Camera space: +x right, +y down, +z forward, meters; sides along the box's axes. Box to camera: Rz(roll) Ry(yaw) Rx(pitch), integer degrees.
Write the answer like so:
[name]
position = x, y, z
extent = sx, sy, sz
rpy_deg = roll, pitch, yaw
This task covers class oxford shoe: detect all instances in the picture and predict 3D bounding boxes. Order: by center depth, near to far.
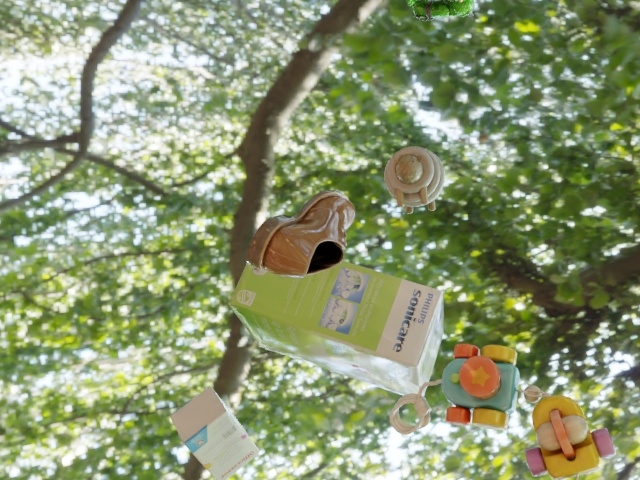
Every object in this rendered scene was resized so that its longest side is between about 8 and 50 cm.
[oxford shoe]
position = 0.000, 0.000, 0.867
extent = 0.076, 0.212, 0.076
rpy_deg = 24, -65, 16

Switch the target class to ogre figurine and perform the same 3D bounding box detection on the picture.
[ogre figurine]
position = 0.222, -0.469, 1.391
extent = 0.118, 0.097, 0.197
rpy_deg = 19, -52, 16

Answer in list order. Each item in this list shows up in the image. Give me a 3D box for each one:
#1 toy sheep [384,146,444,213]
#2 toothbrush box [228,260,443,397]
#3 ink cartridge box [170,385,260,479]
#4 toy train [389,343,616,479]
[toy sheep]
position = 0.131, -0.085, 1.085
extent = 0.091, 0.132, 0.091
rpy_deg = -2, -97, 13
[toothbrush box]
position = 0.033, 0.120, 1.177
extent = 0.283, 0.206, 0.122
rpy_deg = 16, -111, 15
[ink cartridge box]
position = -0.184, 0.352, 1.404
extent = 0.090, 0.092, 0.143
rpy_deg = 38, -19, 55
[toy train]
position = 0.122, 0.143, 0.530
extent = 0.125, 0.046, 0.166
rpy_deg = -43, -122, -1
